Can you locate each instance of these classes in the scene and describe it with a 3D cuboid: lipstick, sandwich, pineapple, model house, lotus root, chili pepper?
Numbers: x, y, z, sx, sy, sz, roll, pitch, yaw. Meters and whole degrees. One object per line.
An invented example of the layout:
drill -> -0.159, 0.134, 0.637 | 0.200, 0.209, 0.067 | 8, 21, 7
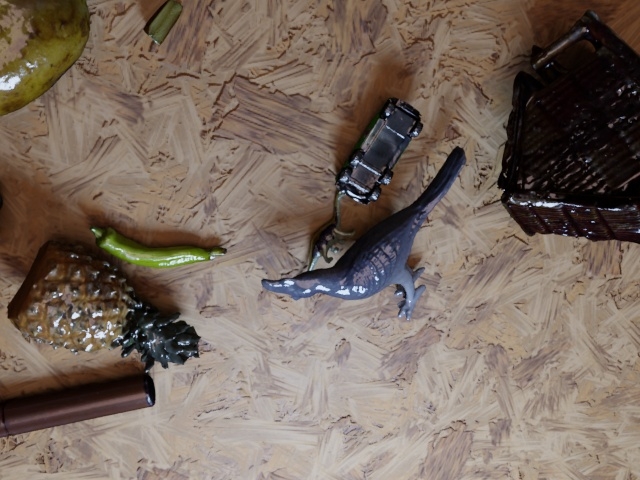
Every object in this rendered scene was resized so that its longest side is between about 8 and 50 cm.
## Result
lipstick -> -0.447, 0.275, 1.064 | 0.356, 0.057, 0.057 | -10, 110, -8
sandwich -> -0.224, -0.297, 0.920 | 0.031, 0.083, 0.044 | 40, 142, -25
pineapple -> -0.308, 0.111, 0.998 | 0.278, 0.158, 0.158 | 27, 102, -28
model house -> 0.412, -0.120, 1.029 | 0.282, 0.297, 0.317 | -44, 148, 16
lotus root -> -0.402, -0.264, 0.845 | 0.314, 0.141, 0.169 | -37, 114, -6
chili pepper -> -0.252, 0.018, 1.024 | 0.208, 0.043, 0.049 | 11, 81, -19

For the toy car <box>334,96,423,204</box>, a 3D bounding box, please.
toy car -> 0.087, -0.139, 1.016 | 0.071, 0.062, 0.165 | 29, 101, -19

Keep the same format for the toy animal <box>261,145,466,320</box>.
toy animal -> 0.108, 0.031, 1.049 | 0.367, 0.081, 0.206 | -34, 125, -1

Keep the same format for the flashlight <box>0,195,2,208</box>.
flashlight -> -0.661, -0.041, 0.896 | 0.423, 0.103, 0.103 | 2, 108, -11

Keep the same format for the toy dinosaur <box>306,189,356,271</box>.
toy dinosaur -> 0.014, 0.006, 1.068 | 0.058, 0.037, 0.180 | 28, 95, 3
